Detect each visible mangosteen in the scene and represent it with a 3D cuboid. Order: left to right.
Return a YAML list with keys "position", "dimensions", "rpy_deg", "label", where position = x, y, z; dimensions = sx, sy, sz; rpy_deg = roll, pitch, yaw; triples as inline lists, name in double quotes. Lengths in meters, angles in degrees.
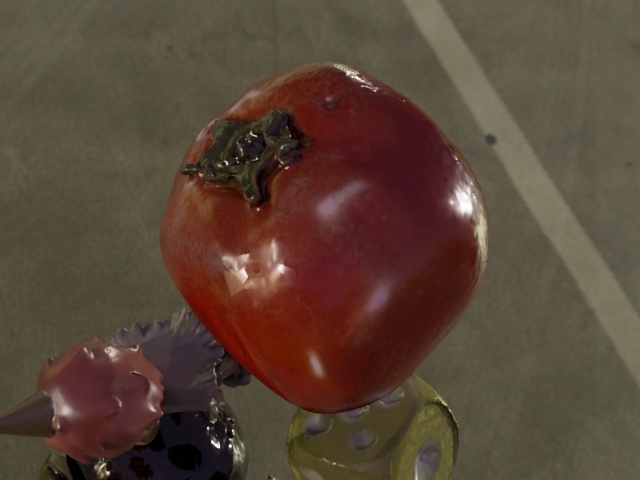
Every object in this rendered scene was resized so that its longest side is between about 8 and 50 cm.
- position: [-0.283, 0.359, 1.717]
  dimensions: [0.330, 0.330, 0.330]
  rpy_deg: [13, 50, -16]
  label: "mangosteen"

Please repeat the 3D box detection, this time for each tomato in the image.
- position: [0.000, 0.000, 1.013]
  dimensions: [0.293, 0.325, 0.290]
  rpy_deg: [-54, 132, -15]
  label: "tomato"

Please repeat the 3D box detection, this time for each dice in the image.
- position: [0.071, 0.273, 1.378]
  dimensions: [0.169, 0.166, 0.169]
  rpy_deg: [11, 51, 37]
  label: "dice"

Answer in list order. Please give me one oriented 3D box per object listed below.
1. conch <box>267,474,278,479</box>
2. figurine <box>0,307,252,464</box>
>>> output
- position: [-0.048, 0.476, 1.627]
  dimensions: [0.116, 0.106, 0.173]
  rpy_deg: [11, 59, -2]
  label: "conch"
- position: [-0.245, 0.196, 1.289]
  dimensions: [0.207, 0.166, 0.387]
  rpy_deg: [29, 30, 30]
  label: "figurine"
